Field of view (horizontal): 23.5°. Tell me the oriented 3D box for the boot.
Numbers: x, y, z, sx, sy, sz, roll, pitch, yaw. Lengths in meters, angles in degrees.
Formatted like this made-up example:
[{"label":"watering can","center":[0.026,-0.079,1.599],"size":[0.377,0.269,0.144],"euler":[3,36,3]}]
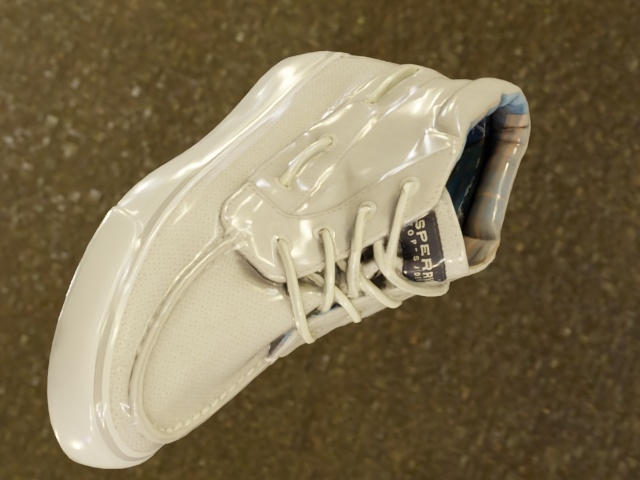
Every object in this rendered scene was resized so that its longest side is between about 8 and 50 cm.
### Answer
[{"label":"boot","center":[0.000,0.000,0.643],"size":[0.123,0.095,0.258],"euler":[5,41,28]}]
